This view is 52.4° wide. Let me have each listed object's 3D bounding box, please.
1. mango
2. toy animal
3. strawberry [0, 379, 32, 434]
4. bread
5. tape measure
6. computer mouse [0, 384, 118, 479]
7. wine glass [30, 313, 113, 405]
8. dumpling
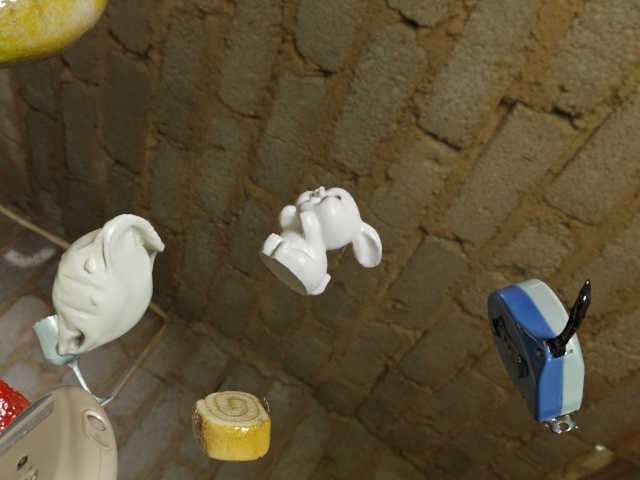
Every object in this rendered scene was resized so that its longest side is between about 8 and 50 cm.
[{"bbox_3d":[-0.353,-0.259,0.679,0.316,0.193,0.146,-55,-178,-35],"label":"mango"},{"bbox_3d":[-0.002,0.007,1.169,0.193,0.178,0.127,-42,-148,-22],"label":"toy animal"},{"bbox_3d":[-0.700,0.378,1.284,0.257,0.277,0.257,-11,90,-88],"label":"strawberry"},{"bbox_3d":[-0.142,0.287,1.031,0.149,0.122,0.073,-156,-108,-67],"label":"bread"},{"bbox_3d":[0.341,0.128,1.031,0.215,0.098,0.351,-110,-176,-47],"label":"tape measure"},{"bbox_3d":[-0.277,0.246,0.667,0.145,0.082,0.236,-42,-153,-6],"label":"computer mouse"},{"bbox_3d":[-0.472,0.232,1.234,0.079,0.195,0.079,-27,-179,0],"label":"wine glass"},{"bbox_3d":[-0.215,0.042,0.701,0.134,0.100,0.169,-27,127,-62],"label":"dumpling"}]
